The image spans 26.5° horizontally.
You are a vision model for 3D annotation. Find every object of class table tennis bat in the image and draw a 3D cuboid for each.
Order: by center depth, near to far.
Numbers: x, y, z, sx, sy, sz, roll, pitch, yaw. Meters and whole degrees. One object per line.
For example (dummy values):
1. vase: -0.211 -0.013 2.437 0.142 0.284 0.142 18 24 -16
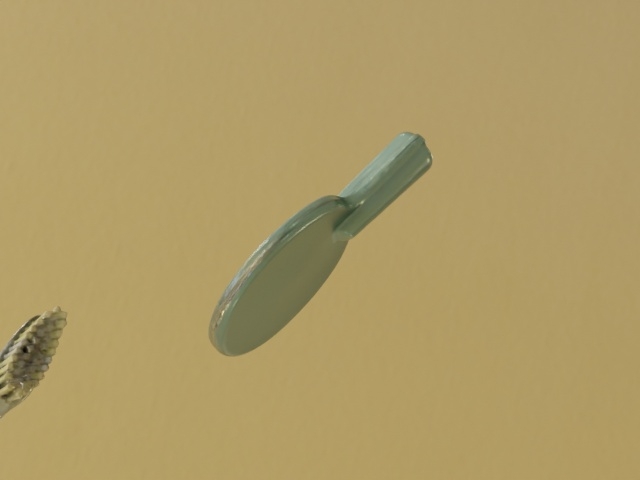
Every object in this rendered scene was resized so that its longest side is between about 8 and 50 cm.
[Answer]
1. table tennis bat: 0.000 0.000 1.066 0.038 0.237 0.149 41 165 19

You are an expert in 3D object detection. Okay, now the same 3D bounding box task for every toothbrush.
1. toothbrush: -0.214 0.183 0.666 0.028 0.375 0.037 37 143 -19
